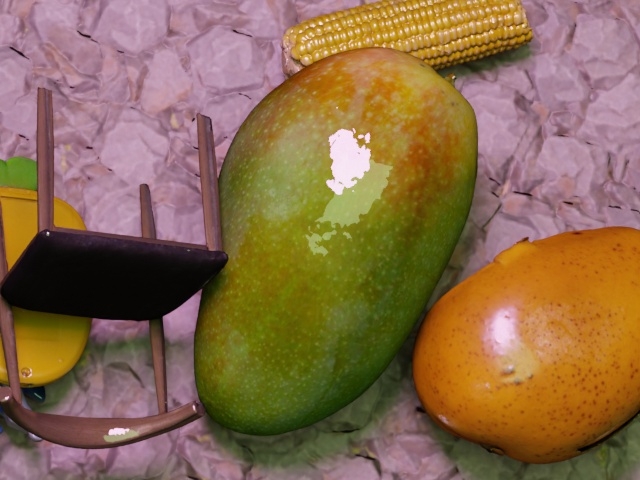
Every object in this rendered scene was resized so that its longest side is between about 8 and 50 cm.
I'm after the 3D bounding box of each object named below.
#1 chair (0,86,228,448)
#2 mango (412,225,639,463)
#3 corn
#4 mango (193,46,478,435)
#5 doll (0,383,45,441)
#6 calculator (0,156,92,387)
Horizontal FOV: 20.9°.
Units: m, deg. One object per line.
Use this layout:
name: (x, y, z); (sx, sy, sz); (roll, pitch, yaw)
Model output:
chair: (-0.187, 0.028, 1.515); (0.188, 0.166, 0.272); (7, 63, -26)
mango: (0.226, 0.094, 1.605); (0.290, 0.160, 0.191); (-33, 76, -21)
corn: (0.084, -0.199, 1.684); (0.248, 0.081, 0.081); (-14, 80, -9)
mango: (0.000, 0.000, 1.578); (0.225, 0.201, 0.382); (27, 89, -3)
doll: (-0.319, 0.113, 1.586); (0.195, 0.070, 0.096); (45, 47, 8)
calculator: (-0.277, 0.024, 1.591); (0.146, 0.032, 0.235); (6, 62, -27)
